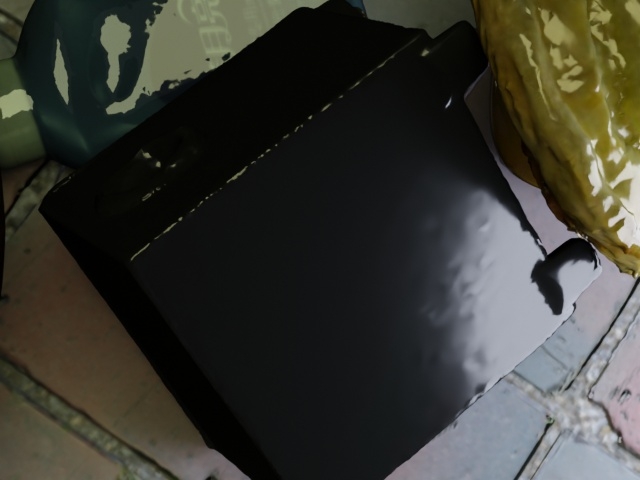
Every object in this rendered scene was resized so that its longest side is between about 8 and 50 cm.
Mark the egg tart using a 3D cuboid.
[{"bbox_3d":[0.196,-0.119,0.960,0.115,0.290,0.290,-17,79,29],"label":"egg tart"}]

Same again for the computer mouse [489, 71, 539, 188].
[{"bbox_3d":[0.207,-0.183,1.137,0.158,0.072,0.310,11,76,-7],"label":"computer mouse"}]

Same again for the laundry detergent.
[{"bbox_3d":[-0.114,-0.128,1.066,0.290,0.094,0.143,-21,95,-11],"label":"laundry detergent"}]

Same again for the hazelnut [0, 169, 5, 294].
[{"bbox_3d":[-0.366,0.002,0.881,0.402,0.402,0.429,3,80,-7],"label":"hazelnut"}]

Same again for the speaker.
[{"bbox_3d":[0.000,0.000,0.976,0.254,0.184,0.232,-39,117,-13],"label":"speaker"}]
